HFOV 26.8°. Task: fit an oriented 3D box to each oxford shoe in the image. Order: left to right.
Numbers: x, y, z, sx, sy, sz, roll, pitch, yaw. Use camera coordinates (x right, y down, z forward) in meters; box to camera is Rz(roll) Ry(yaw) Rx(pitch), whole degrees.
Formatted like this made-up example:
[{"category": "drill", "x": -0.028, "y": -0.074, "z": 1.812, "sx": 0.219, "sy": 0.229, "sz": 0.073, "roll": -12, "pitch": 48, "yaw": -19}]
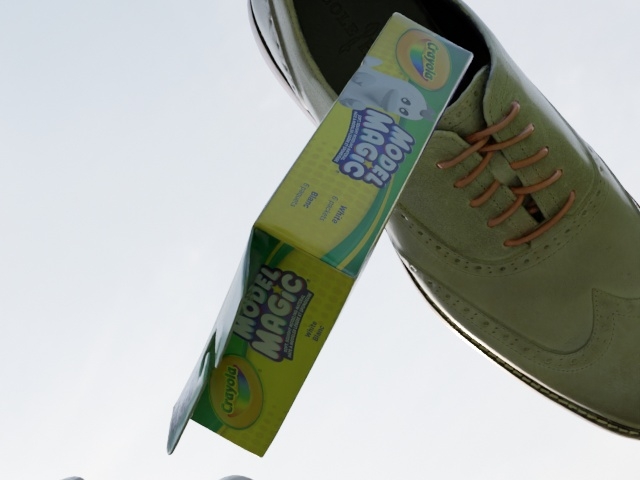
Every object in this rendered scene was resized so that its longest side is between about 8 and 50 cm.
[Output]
[{"category": "oxford shoe", "x": 0.092, "y": -0.033, "z": 0.790, "sx": 0.140, "sy": 0.397, "sz": 0.146, "roll": -44, "pitch": -2, "yaw": 0}]

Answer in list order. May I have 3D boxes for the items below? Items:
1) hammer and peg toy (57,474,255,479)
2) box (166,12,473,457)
[{"category": "hammer and peg toy", "x": -0.181, "y": 0.308, "z": 0.947, "sx": 0.361, "sy": 0.266, "sz": 0.127, "roll": -21, "pitch": -3, "yaw": 30}, {"category": "box", "x": 0.000, "y": 0.000, "z": 0.506, "sx": 0.179, "sy": 0.043, "sz": 0.105, "roll": -57, "pitch": -5, "yaw": -48}]
